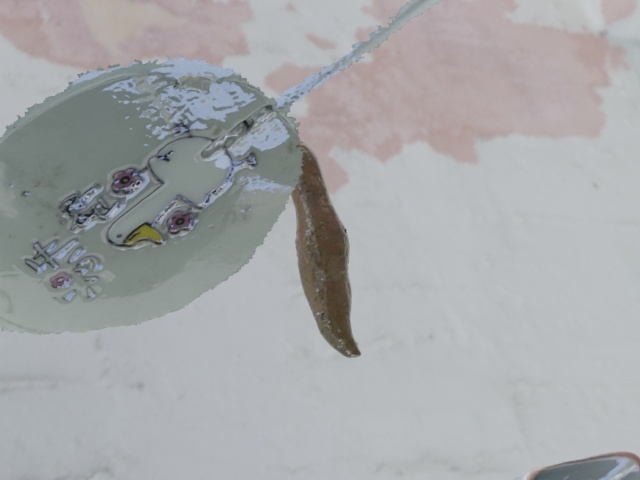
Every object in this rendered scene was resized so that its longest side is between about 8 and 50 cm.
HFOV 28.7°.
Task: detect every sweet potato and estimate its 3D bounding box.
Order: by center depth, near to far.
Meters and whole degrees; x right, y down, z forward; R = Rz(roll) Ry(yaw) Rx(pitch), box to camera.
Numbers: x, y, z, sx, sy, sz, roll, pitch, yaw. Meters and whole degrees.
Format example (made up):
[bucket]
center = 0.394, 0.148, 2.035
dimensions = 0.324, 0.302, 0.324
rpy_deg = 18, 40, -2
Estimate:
[sweet potato]
center = 0.000, 0.000, 1.401
dimensions = 0.067, 0.067, 0.274
rpy_deg = -4, -104, -37

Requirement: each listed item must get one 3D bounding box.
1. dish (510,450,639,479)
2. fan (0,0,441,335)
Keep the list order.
[dish]
center = 0.178, 0.264, 0.882
dimensions = 0.151, 0.077, 0.213
rpy_deg = 1, -104, -44
[fan]
center = -0.049, -0.069, 0.775
dimensions = 0.012, 0.414, 0.233
rpy_deg = 59, -175, 35
